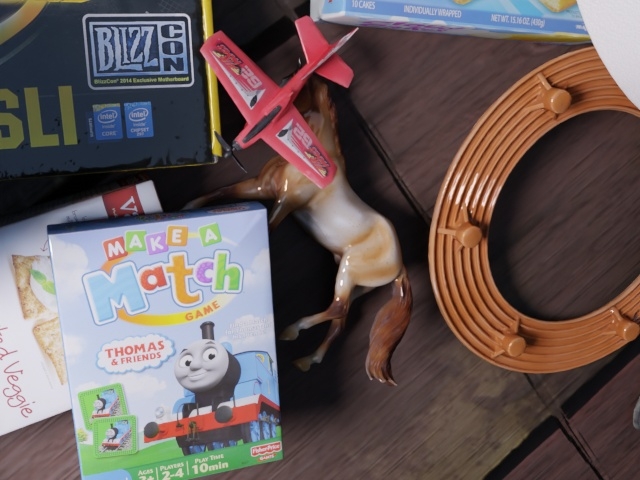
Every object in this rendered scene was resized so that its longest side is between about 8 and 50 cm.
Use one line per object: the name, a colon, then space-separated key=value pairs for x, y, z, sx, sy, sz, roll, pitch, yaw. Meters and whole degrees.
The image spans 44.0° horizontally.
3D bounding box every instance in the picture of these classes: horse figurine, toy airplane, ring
horse figurine: x=0.000 y=0.000 z=0.686 sx=0.174 sy=0.066 sz=0.263 roll=-43 pitch=102 yaw=-15
toy airplane: x=-0.026 y=-0.119 z=0.627 sx=0.151 sy=0.028 sz=0.151 roll=-3 pitch=97 yaw=-25
ring: x=0.259 y=-0.016 z=0.757 sx=0.336 sy=0.032 sz=0.337 roll=-8 pitch=113 yaw=-18

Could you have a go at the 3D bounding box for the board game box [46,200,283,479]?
board game box: x=-0.115 y=0.083 z=0.612 sx=0.160 sy=0.039 sz=0.211 roll=-8 pitch=105 yaw=-17

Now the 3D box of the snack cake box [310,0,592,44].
snack cake box: x=0.129 y=-0.255 z=0.675 sx=0.264 sy=0.089 sz=0.152 roll=-1 pitch=101 yaw=-19

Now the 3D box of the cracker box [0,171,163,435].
cracker box: x=-0.222 y=0.055 z=0.627 sx=0.232 sy=0.067 sz=0.156 roll=-20 pitch=106 yaw=-14

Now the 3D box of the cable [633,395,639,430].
cable: x=0.437 y=0.088 z=0.873 sx=0.139 sy=0.072 sz=0.287 roll=17 pitch=107 yaw=-37

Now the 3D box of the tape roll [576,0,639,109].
tape roll: x=0.339 y=-0.288 z=0.676 sx=0.392 sy=0.072 sz=0.392 roll=0 pitch=89 yaw=-38

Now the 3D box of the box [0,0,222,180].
box: x=-0.243 y=-0.173 z=0.574 sx=0.322 sy=0.079 sz=0.257 roll=-6 pitch=104 yaw=-18
